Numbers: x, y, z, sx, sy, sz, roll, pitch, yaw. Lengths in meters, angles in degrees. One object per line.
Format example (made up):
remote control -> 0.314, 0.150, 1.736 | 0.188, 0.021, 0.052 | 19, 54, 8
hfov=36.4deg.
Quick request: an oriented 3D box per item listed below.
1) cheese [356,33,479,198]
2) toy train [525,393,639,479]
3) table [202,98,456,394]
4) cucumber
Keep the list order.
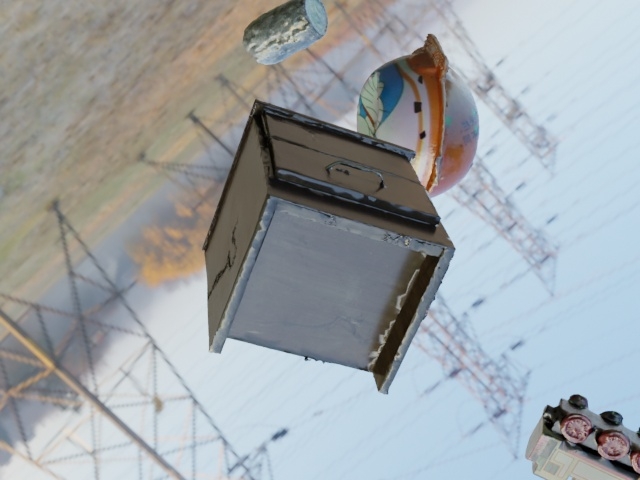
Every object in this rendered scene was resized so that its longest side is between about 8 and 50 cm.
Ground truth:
cheese -> 0.111, -0.103, 1.251 | 0.217, 0.129, 0.329 | -103, -159, -48
toy train -> 0.276, 0.212, 0.963 | 0.050, 0.138, 0.087 | -56, 169, -66
table -> 0.000, 0.000, 0.878 | 0.193, 0.169, 0.172 | -104, -147, -62
cucumber -> -0.041, -0.256, 1.174 | 0.112, 0.064, 0.064 | -19, -155, 46
